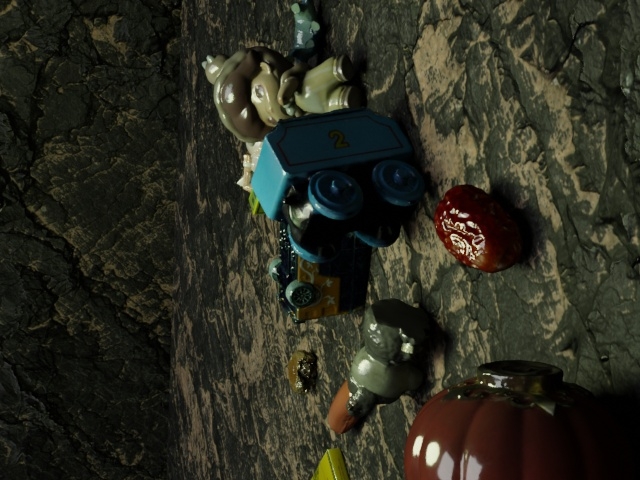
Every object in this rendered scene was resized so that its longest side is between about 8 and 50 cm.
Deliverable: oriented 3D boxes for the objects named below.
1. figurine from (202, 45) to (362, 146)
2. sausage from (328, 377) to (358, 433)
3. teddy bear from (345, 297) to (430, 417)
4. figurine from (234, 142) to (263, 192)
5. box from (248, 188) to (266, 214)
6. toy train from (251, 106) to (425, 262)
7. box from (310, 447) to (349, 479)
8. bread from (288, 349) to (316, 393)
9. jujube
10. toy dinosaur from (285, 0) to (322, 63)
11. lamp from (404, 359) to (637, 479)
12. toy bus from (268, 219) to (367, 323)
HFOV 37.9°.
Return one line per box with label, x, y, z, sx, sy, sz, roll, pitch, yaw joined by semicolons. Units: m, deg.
figurine;-0.085;-0.335;2.098;0.380;0.203;0.248;0;133;37
sausage;0.062;0.371;2.090;0.194;0.077;0.077;112;148;-48
teddy bear;0.136;0.221;1.811;0.171;0.144;0.251;-86;9;-52
figurine;-0.134;-0.231;2.453;0.162;0.141;0.237;-56;-17;-68
box;-0.085;-0.156;2.309;0.220;0.141;0.064;113;148;-50
toy train;0.031;-0.114;1.791;0.265;0.300;0.188;62;149;28
box;0.017;0.644;2.291;0.279;0.041;0.153;111;150;-48
bread;-0.046;0.332;2.383;0.082;0.060;0.113;-147;58;-64
jujube;0.252;-0.016;1.497;0.112;0.109;0.176;60;176;-39
toy dinosaur;-0.033;-0.491;2.213;0.144;0.076;0.329;-62;-24;-69
lamp;0.263;0.294;1.241;0.303;0.303;0.257;-174;85;-69
toy bus;0.000;0.000;2.037;0.162;0.194;0.323;-132;41;-60
